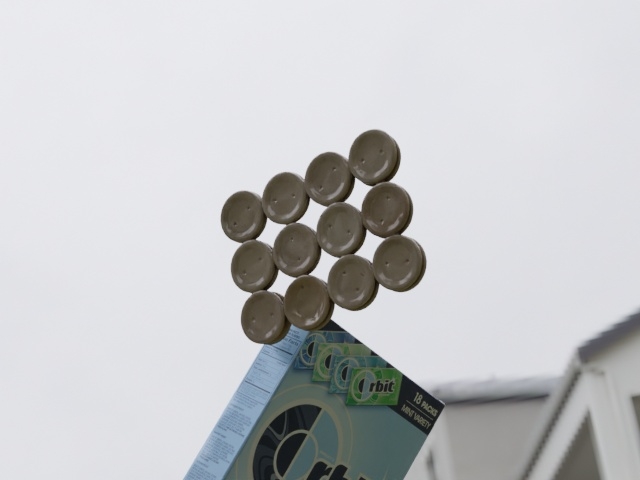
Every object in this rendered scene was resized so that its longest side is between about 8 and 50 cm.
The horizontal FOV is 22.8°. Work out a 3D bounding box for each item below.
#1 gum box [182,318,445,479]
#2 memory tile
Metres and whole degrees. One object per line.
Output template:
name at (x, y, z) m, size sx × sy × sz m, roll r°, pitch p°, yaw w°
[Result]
gum box at (-0.010, 0.158, 1.123) m, size 0.041 × 0.184 × 0.157 m, roll 21°, pitch -13°, yaw 49°
memory tile at (0.000, 0.000, 1.060) m, size 0.148 × 0.113 × 0.012 m, roll -23°, pitch -19°, yaw 29°
